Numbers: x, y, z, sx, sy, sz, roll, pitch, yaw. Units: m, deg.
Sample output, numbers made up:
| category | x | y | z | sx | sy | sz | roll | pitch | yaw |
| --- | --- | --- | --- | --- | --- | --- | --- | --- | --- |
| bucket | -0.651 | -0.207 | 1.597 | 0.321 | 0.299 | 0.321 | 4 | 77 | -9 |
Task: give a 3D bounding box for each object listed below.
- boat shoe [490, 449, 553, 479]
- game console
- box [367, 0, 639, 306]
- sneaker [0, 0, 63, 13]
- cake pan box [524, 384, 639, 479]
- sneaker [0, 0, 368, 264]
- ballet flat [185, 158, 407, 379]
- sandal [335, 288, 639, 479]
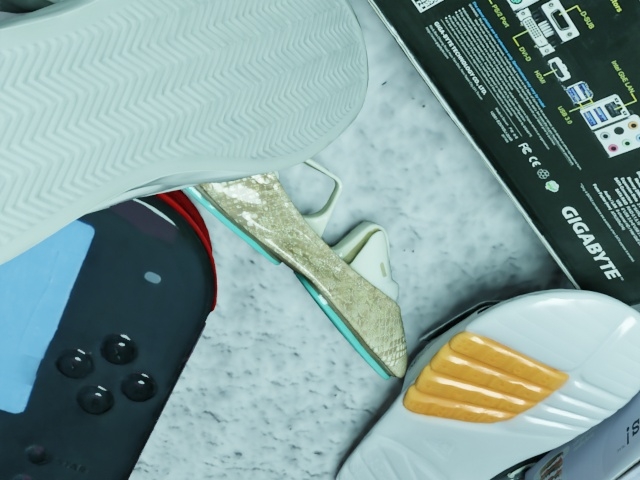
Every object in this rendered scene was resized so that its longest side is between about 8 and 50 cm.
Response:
| category | x | y | z | sx | sy | sz | roll | pitch | yaw |
| --- | --- | --- | --- | --- | --- | --- | --- | --- | --- |
| boat shoe | 0.149 | 0.171 | 0.601 | 0.125 | 0.038 | 0.046 | -13 | 113 | 3 |
| game console | -0.287 | 0.056 | 0.517 | 0.387 | 0.060 | 0.342 | 23 | 110 | -12 |
| box | 0.168 | -0.123 | 0.390 | 0.257 | 0.079 | 0.322 | -23 | 117 | 41 |
| sneaker | -0.031 | -0.298 | 0.304 | 0.258 | 0.169 | 0.447 | 8 | 110 | 3 |
| cake pan box | 0.285 | 0.146 | 0.481 | 0.246 | 0.070 | 0.266 | 24 | 133 | -6 |
| sneaker | -0.118 | -0.061 | 0.400 | 0.169 | 0.293 | 0.108 | -3 | 106 | 42 |
| ballet flat | 0.000 | 0.000 | 0.506 | 0.067 | 0.073 | 0.206 | -45 | 113 | 0 |
| sandal | 0.094 | 0.098 | 0.555 | 0.102 | 0.076 | 0.265 | 34 | 129 | -10 |
